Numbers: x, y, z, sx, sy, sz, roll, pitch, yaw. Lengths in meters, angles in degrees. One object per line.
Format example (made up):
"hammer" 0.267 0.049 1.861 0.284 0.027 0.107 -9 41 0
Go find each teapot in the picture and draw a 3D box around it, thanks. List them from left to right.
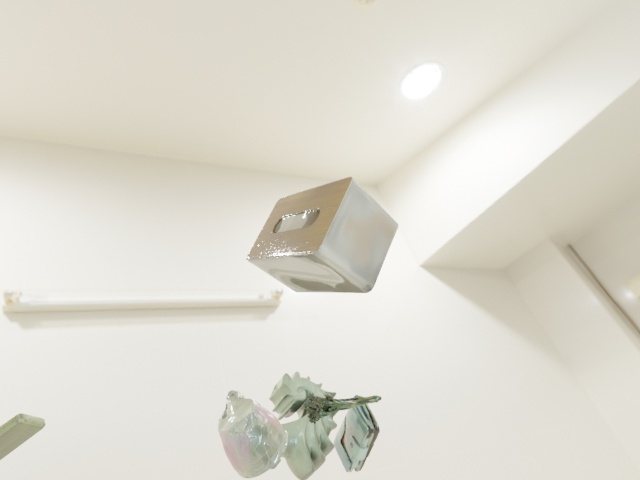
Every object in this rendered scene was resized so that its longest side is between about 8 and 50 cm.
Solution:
"teapot" -0.189 0.511 1.228 0.163 0.222 0.178 -24 -74 16

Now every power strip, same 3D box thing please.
"power strip" -0.674 0.425 0.931 0.168 0.028 0.076 -36 -35 -5

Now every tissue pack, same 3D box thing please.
"tissue pack" 0.000 0.001 0.838 0.136 0.160 0.246 38 -27 -27

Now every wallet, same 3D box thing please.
"wallet" 0.137 0.752 1.716 0.074 0.176 0.251 6 -64 -25

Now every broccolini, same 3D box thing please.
"broccolini" 0.057 0.387 1.077 0.201 0.074 0.058 -10 -54 -17

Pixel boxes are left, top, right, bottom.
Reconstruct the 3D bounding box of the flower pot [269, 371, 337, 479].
"flower pot" -0.075 0.662 1.584 0.254 0.368 0.165 31 -61 -8
